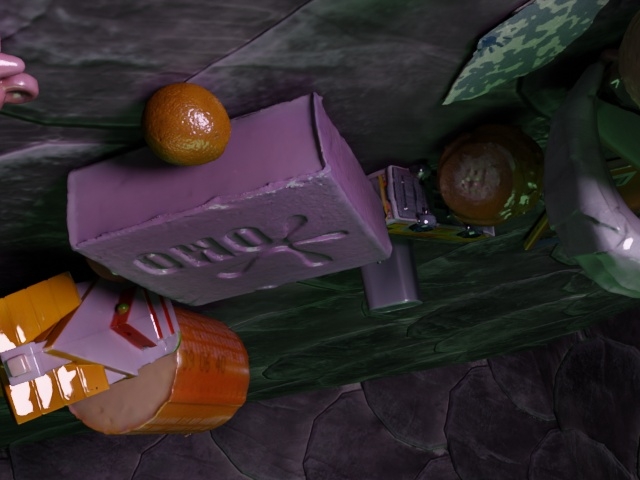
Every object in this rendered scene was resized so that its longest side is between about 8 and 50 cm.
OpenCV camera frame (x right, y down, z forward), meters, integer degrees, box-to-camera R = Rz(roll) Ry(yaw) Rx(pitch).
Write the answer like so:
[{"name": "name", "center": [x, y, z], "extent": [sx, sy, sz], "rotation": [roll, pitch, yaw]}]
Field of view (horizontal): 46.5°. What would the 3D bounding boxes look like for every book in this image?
[{"name": "book", "center": [0.543, -0.077, 1.370], "extent": [0.263, 0.028, 0.374], "rotation": [-14, 161, -4]}]

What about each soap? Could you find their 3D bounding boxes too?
[{"name": "soap", "center": [-0.090, -0.028, 0.864], "extent": [0.296, 0.107, 0.285], "rotation": [-15, 158, 16]}]

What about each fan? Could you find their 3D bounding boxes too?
[{"name": "fan", "center": [0.212, -0.205, 0.770], "extent": [0.131, 0.009, 0.240], "rotation": [-4, 159, -31]}]

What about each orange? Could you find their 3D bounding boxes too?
[{"name": "orange", "center": [-0.125, -0.107, 0.695], "extent": [0.085, 0.085, 0.085], "rotation": [-13, 162, -4]}]

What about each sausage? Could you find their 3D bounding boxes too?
[{"name": "sausage", "center": [-0.282, 0.225, 1.307], "extent": [0.233, 0.233, 0.287], "rotation": [-19, 162, 12]}]

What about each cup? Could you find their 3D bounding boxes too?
[{"name": "cup", "center": [0.120, 0.054, 1.278], "extent": [0.095, 0.129, 0.128], "rotation": [-13, 166, 17]}]

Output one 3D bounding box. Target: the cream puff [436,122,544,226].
[{"name": "cream puff", "center": [0.223, -0.086, 0.952], "extent": [0.103, 0.126, 0.144], "rotation": [-20, 178, -41]}]

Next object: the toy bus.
[{"name": "toy bus", "center": [0.155, -0.046, 1.078], "extent": [0.106, 0.092, 0.268], "rotation": [-17, 165, 40]}]

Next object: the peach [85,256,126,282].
[{"name": "peach", "center": [-0.258, 0.012, 0.941], "extent": [0.083, 0.083, 0.083], "rotation": [-13, 162, -4]}]

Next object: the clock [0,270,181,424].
[{"name": "clock", "center": [-0.369, 0.142, 1.021], "extent": [0.235, 0.166, 0.309], "rotation": [-20, 179, 14]}]

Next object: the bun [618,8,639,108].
[{"name": "bun", "center": [0.446, -0.167, 0.613], "extent": [0.352, 0.227, 0.349], "rotation": [-23, -177, -36]}]

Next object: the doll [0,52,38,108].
[{"name": "doll", "center": [-0.320, -0.115, 0.490], "extent": [0.211, 0.093, 0.262], "rotation": [-22, 164, 40]}]

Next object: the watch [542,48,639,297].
[{"name": "watch", "center": [0.358, -0.063, 0.833], "extent": [0.241, 0.253, 0.162], "rotation": [-49, 171, -19]}]
